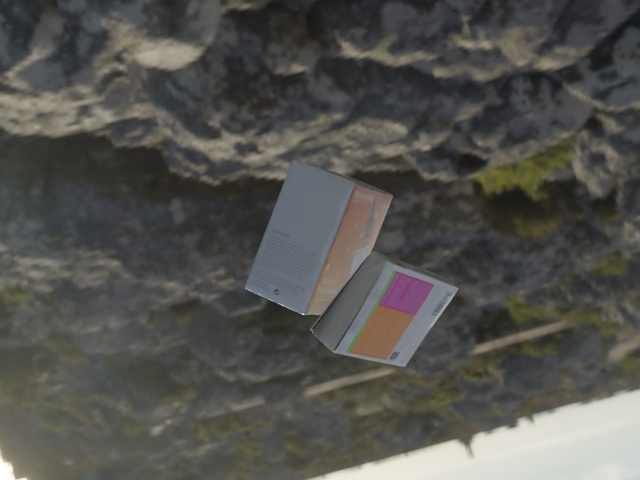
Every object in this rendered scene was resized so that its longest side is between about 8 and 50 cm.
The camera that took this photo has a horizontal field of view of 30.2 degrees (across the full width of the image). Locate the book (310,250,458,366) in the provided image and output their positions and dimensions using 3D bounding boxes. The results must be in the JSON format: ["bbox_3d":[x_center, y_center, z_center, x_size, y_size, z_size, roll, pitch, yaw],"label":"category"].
[{"bbox_3d":[0.065,0.066,1.109,0.096,0.035,0.144,-55,146,9],"label":"book"}]

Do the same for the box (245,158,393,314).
[{"bbox_3d":[0.000,0.000,1.466,0.091,0.170,0.130,23,-174,25],"label":"box"}]
